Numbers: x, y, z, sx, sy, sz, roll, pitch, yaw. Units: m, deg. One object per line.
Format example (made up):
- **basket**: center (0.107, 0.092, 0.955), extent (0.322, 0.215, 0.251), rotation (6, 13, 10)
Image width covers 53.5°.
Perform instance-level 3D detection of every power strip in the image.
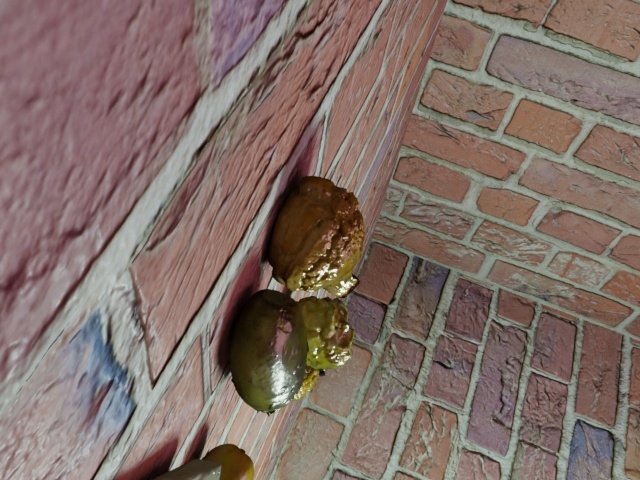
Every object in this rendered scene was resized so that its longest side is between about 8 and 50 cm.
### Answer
- **power strip**: center (-0.177, 0.309, 0.717), extent (0.286, 0.048, 0.080), rotation (48, 51, -77)

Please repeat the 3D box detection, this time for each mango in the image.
- **mango**: center (-0.171, 0.405, 0.975), extent (0.194, 0.092, 0.130), rotation (-63, 174, -10)

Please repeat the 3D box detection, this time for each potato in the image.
- **potato**: center (-0.073, 0.167, 0.931), extent (0.251, 0.113, 0.149), rotation (103, 9, -49)

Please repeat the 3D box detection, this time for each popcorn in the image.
- **popcorn**: center (-0.007, 0.194, 1.286), extent (0.142, 0.173, 0.173), rotation (-97, -163, -46)

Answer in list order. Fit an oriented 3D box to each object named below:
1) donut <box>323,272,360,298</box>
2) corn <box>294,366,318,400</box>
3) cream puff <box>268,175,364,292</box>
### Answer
- **donut**: center (0.018, 0.071, 1.297), extent (0.059, 0.140, 0.140), rotation (-58, 173, -1)
- **corn**: center (-0.067, 0.353, 1.618), extent (0.313, 0.102, 0.102), rotation (28, 83, -81)
- **cream puff**: center (0.000, 0.000, 0.950), extent (0.189, 0.129, 0.189), rotation (23, 90, -80)
